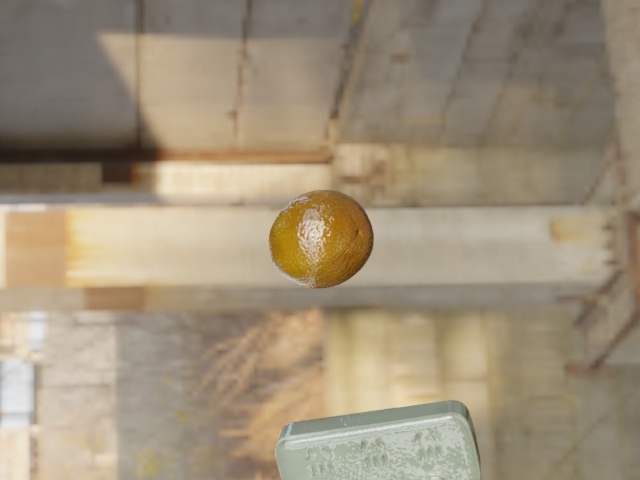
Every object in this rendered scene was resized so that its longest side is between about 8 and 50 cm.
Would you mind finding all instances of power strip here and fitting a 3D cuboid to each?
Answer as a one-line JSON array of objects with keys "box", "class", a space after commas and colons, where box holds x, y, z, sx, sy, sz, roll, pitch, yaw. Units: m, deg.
[{"box": [0.085, 0.320, 2.198, 0.059, 0.265, 0.194, -77, -26, -64], "class": "power strip"}]

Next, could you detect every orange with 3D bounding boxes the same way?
[{"box": [0.000, 0.000, 1.255, 0.085, 0.085, 0.085, 179, 90, -84], "class": "orange"}]
